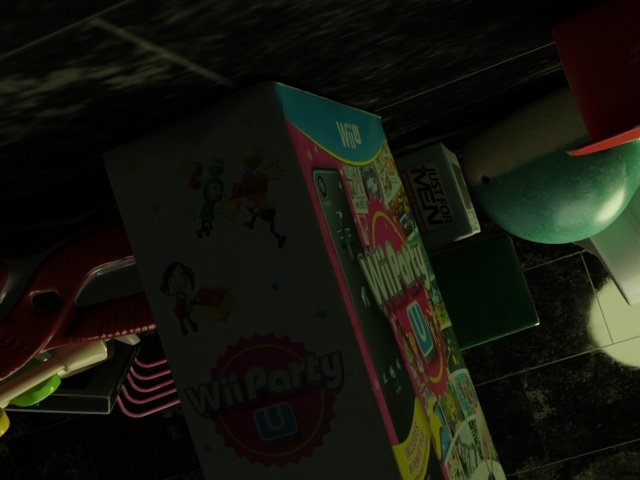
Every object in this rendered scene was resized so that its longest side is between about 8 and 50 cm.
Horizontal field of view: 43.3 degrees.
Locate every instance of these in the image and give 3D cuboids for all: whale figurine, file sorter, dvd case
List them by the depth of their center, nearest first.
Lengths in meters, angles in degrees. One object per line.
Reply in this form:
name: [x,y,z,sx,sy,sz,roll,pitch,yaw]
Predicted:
whale figurine: [0.277,-0.088,0.799,0.271,0.141,0.216,-22,179,-22]
dvd case: [-0.354,0.151,0.976,0.238,0.030,0.179,4,-162,-2]
file sorter: [-0.319,0.199,1.607,0.202,0.182,0.291,-19,-168,-3]

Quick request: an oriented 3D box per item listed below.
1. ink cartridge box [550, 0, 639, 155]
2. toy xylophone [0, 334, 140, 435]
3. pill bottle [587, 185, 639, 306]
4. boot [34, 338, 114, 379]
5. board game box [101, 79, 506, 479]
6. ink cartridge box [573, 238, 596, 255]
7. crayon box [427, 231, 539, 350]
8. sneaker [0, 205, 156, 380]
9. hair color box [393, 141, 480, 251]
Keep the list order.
ink cartridge box: [0.227,-0.114,0.452,0.134,0.078,0.231,-21,177,41]
toy xylophone: [-0.286,0.125,0.612,0.322,0.081,0.236,-31,-154,-26]
pill bottle: [0.471,-0.085,0.907,0.362,0.210,0.210,-32,175,14]
boot: [-0.314,0.103,0.825,0.112,0.115,0.305,-18,178,24]
board game box: [0.017,0.079,0.458,0.097,0.304,0.224,-20,179,17]
ink cartridge box: [0.559,-0.087,1.173,0.394,0.166,0.285,-4,-170,-3]
crayon box: [0.011,0.107,0.908,0.313,0.106,0.363,-17,175,-17]
sneaker: [-0.179,0.030,0.482,0.221,0.087,0.128,-6,-174,-8]
hair color box: [0.000,0.000,0.999,0.374,0.114,0.185,-19,178,13]
